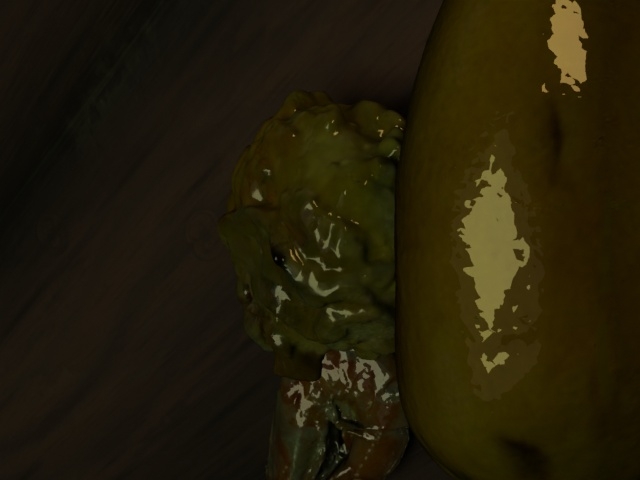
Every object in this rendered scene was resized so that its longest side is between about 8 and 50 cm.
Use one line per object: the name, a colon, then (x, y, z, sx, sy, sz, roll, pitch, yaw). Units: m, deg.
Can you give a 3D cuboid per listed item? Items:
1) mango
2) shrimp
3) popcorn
mango: (0.172, -0.024, 0.763, 0.221, 0.301, 0.444, 10, 100, 32)
shrimp: (0.009, 0.216, 1.133, 0.154, 0.062, 0.294, 29, 120, 22)
popcorn: (0.000, 0.000, 0.976, 0.233, 0.192, 0.266, 33, 113, 31)
